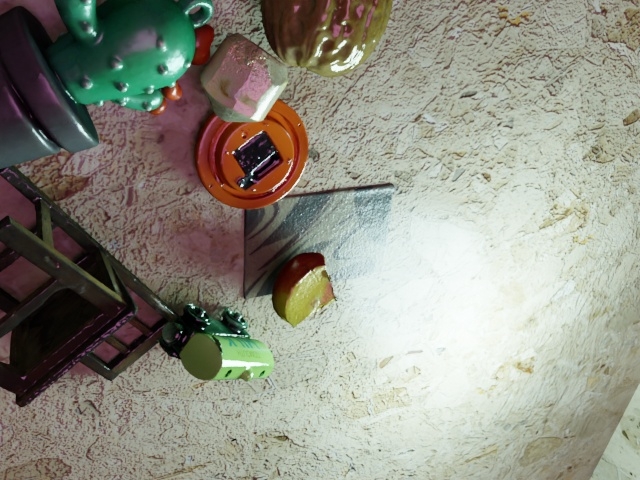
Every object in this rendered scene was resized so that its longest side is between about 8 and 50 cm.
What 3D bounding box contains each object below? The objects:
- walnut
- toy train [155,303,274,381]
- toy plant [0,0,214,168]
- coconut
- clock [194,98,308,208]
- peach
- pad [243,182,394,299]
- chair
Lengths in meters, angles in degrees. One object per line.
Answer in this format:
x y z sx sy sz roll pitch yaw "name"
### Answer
0.011 -0.358 0.831 0.213 0.213 0.213 -13 122 -23 "walnut"
-0.177 0.198 1.014 0.105 0.157 0.253 -53 156 2 "toy train"
-0.320 -0.223 0.713 0.400 0.185 0.279 -23 133 -8 "toy plant"
-0.120 -0.236 0.843 0.116 0.116 0.122 24 109 -36 "coconut"
-0.114 -0.149 0.964 0.205 0.051 0.205 -13 121 -24 "clock"
-0.036 0.094 1.094 0.151 0.118 0.151 -31 166 -8 "peach"
0.000 0.000 1.138 0.330 0.004 0.220 -10 120 -25 "pad"
-0.378 0.120 0.846 0.203 0.240 0.416 -41 127 -6 "chair"
